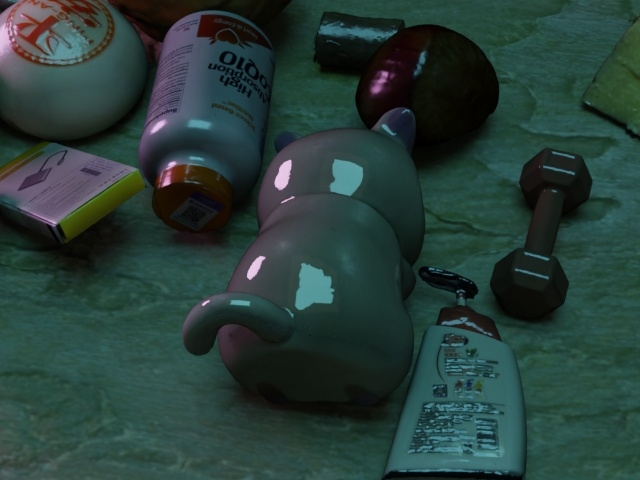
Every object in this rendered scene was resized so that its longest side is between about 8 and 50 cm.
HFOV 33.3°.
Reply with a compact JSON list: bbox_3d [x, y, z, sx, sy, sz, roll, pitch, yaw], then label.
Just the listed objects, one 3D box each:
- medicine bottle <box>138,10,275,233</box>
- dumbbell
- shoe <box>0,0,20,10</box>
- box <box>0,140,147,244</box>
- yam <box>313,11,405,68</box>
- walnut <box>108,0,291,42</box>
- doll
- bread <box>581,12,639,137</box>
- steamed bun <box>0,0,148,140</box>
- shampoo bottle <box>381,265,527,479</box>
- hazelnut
[{"bbox_3d":[-0.146,-0.149,1.379,0.157,0.157,0.289,3,52,2],"label":"medicine bottle"},{"bbox_3d":[0.275,-0.013,1.320,0.092,0.082,0.231,16,53,11],"label":"dumbbell"},{"bbox_3d":[-0.522,-0.404,1.630,0.195,0.078,0.079,16,54,7],"label":"shoe"},{"bbox_3d":[-0.333,-0.066,1.341,0.129,0.033,0.247,-39,35,-26],"label":"box"},{"bbox_3d":[0.058,-0.287,1.540,0.127,0.084,0.084,5,52,7],"label":"yam"},{"bbox_3d":[-0.174,-0.420,1.511,0.332,0.333,0.333,0,52,0],"label":"walnut"},{"bbox_3d":[0.008,0.030,1.211,0.215,0.226,0.370,-12,34,30],"label":"doll"},{"bbox_3d":[0.494,-0.221,1.427,0.240,0.178,0.135,38,59,24],"label":"bread"},{"bbox_3d":[-0.356,-0.256,1.469,0.231,0.145,0.232,0,51,0],"label":"steamed bun"},{"bbox_3d":[0.152,0.152,1.199,0.153,0.071,0.284,3,49,5],"label":"shampoo bottle"},{"bbox_3d":[0.149,-0.204,1.441,0.201,0.160,0.170,2,54,-49],"label":"hazelnut"}]
